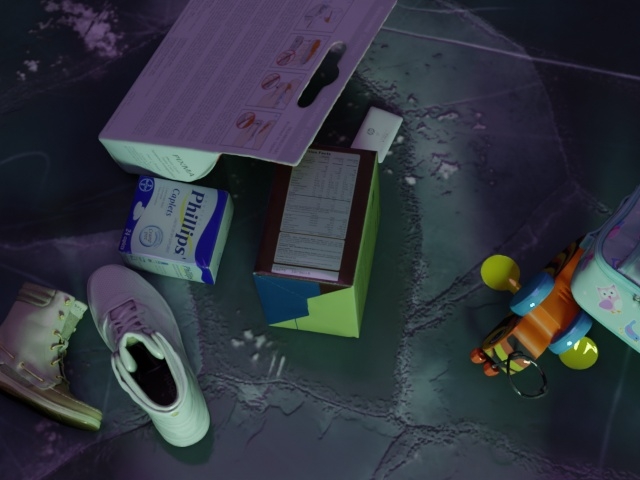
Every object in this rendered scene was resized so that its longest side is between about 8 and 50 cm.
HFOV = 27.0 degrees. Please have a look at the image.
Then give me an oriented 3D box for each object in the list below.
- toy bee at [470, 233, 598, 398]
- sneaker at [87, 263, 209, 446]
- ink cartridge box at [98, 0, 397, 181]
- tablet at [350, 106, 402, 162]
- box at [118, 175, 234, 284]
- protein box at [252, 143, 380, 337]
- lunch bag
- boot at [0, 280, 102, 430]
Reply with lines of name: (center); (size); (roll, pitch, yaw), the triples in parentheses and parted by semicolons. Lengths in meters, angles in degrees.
toy bee: (0.273, 0.110, 1.807); (0.298, 0.162, 0.195); (-22, 80, -39)
sneaker: (-0.244, 0.128, 1.811); (0.108, 0.169, 0.292); (-31, 67, -8)
ink cartridge box: (-0.095, -0.220, 1.902); (0.385, 0.091, 0.308); (11, 60, 37)
tablet: (0.084, -0.160, 2.004); (0.054, 0.006, 0.083); (22, 69, 13)
box: (-0.206, -0.016, 1.923); (0.137, 0.072, 0.126); (10, 68, 7)
protein box: (0.000, 0.000, 1.833); (0.136, 0.200, 0.201); (8, 67, 7)
lunch bag: (0.471, 0.029, 1.786); (0.224, 0.108, 0.279); (40, 50, 5)
boot: (-0.366, 0.159, 1.855); (0.213, 0.077, 0.165); (24, 68, 16)
